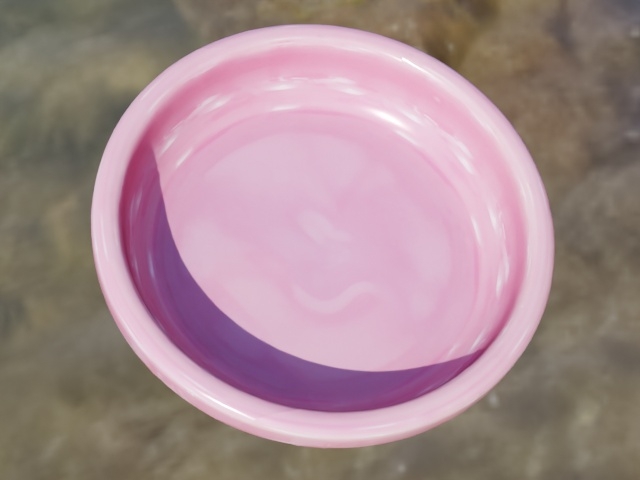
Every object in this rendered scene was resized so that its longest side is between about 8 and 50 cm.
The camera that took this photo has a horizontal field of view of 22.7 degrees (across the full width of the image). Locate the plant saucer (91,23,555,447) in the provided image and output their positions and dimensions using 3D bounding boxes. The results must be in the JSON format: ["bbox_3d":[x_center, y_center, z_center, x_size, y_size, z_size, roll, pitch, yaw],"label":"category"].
[{"bbox_3d":[0.000,0.000,1.156,0.332,0.084,0.332,4,62,-8],"label":"plant saucer"}]
